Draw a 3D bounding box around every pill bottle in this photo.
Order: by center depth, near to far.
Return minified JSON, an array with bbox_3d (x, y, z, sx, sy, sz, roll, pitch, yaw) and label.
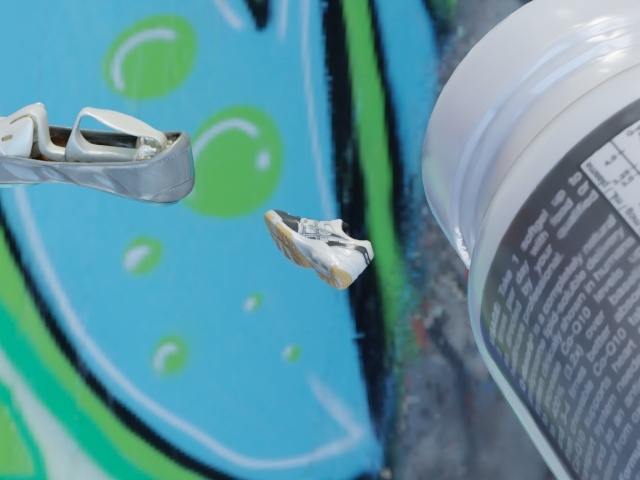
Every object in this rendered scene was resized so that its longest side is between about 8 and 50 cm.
[{"bbox_3d":[0.187,0.046,0.594,0.363,0.210,0.210,61,138,47],"label":"pill bottle"}]

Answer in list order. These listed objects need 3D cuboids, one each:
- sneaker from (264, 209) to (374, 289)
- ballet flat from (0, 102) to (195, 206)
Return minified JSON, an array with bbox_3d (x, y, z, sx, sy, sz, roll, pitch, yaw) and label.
[{"bbox_3d":[0.000,0.000,0.897,0.083,0.037,0.032,35,157,36],"label":"sneaker"},{"bbox_3d":[-0.201,-0.075,1.104,0.072,0.213,0.068,-74,-10,-56],"label":"ballet flat"}]
